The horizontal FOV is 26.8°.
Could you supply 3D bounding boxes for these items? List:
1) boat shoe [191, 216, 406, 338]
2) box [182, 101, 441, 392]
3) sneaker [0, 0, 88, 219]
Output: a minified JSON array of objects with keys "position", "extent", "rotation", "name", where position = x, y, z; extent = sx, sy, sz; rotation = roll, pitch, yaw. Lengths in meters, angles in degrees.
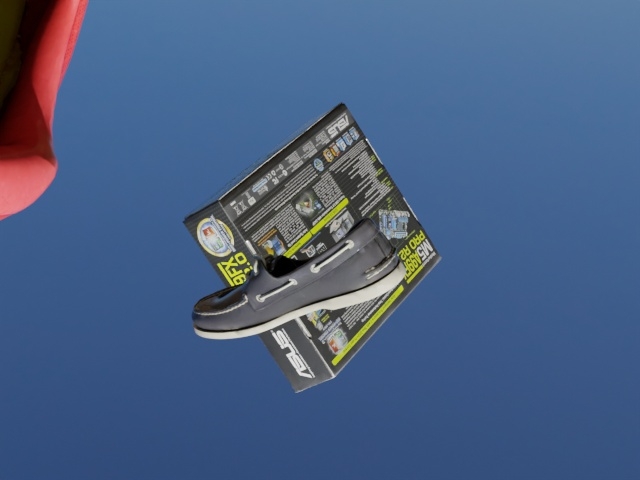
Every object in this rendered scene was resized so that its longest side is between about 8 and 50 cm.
[{"position":[-0.029,0.030,1.149],"extent":[0.206,0.065,0.075],"rotation":[-16,-159,27],"name":"boat shoe"},{"position":[0.000,0.000,1.432],"extent":[0.060,0.216,0.270],"rotation":[-25,-168,39],"name":"box"},{"position":[-0.106,-0.129,0.450],"extent":[0.118,0.279,0.107],"rotation":[-5,167,43],"name":"sneaker"}]
